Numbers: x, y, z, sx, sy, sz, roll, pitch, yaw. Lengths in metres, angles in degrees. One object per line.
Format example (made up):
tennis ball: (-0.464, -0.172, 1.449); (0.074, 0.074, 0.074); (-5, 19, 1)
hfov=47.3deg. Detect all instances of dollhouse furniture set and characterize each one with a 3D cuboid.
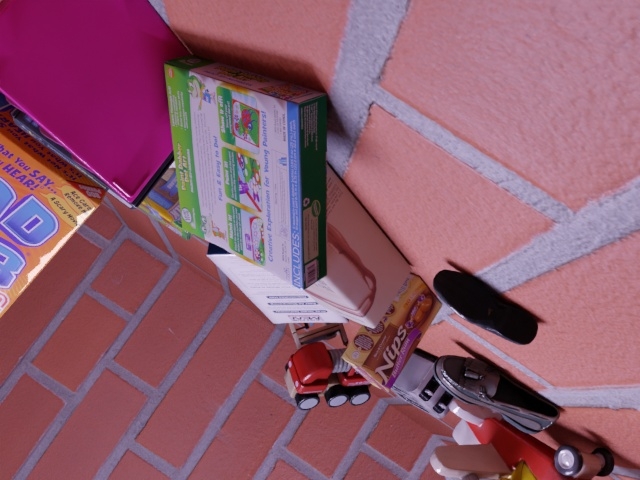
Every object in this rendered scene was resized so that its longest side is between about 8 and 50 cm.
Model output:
dollhouse furniture set: (-0.008, 0.240, 1.903); (0.184, 0.129, 0.129); (89, 162, -73)

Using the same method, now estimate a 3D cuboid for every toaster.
toaster: (0.239, 0.343, 1.829); (0.185, 0.110, 0.168); (20, 160, 47)

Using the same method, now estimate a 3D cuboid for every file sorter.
file sorter: (-0.322, -0.233, 0.951); (0.182, 0.202, 0.291); (26, 164, 38)

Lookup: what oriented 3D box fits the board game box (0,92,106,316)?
board game box: (-0.675, -0.135, 1.525); (0.356, 0.356, 0.356); (39, -161, -21)

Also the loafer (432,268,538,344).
loafer: (0.239, 0.103, 1.094); (0.170, 0.062, 0.061); (35, 172, 3)

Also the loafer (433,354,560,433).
loafer: (0.358, 0.297, 1.472); (0.267, 0.096, 0.084); (29, 148, -7)

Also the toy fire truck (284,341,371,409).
toy fire truck: (0.055, 0.294, 1.724); (0.217, 0.246, 0.159); (2, -137, -26)

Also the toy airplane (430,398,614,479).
toy airplane: (0.426, 0.517, 1.627); (0.386, 0.273, 0.384); (18, -176, 8)

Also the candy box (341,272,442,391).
candy box: (0.127, 0.157, 1.272); (0.053, 0.187, 0.109); (21, 161, 43)

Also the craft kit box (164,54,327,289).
craft kit box: (-0.097, -0.091, 0.943); (0.246, 0.061, 0.250); (23, 127, 34)

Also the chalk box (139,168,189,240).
chalk box: (-0.288, -0.089, 1.526); (0.213, 0.132, 0.132); (35, 167, -3)

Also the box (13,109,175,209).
box: (-0.338, -0.190, 1.175); (0.232, 0.183, 0.059); (39, 165, -16)

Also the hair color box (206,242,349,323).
hair color box: (-0.066, 0.054, 1.418); (0.173, 0.105, 0.347); (-2, 153, 18)

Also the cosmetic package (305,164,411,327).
cosmetic package: (0.000, 0.000, 1.150); (0.153, 0.129, 0.296); (18, 160, 45)

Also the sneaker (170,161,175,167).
sneaker: (-0.331, -0.170, 1.382); (0.292, 0.118, 0.110); (20, 159, 42)
